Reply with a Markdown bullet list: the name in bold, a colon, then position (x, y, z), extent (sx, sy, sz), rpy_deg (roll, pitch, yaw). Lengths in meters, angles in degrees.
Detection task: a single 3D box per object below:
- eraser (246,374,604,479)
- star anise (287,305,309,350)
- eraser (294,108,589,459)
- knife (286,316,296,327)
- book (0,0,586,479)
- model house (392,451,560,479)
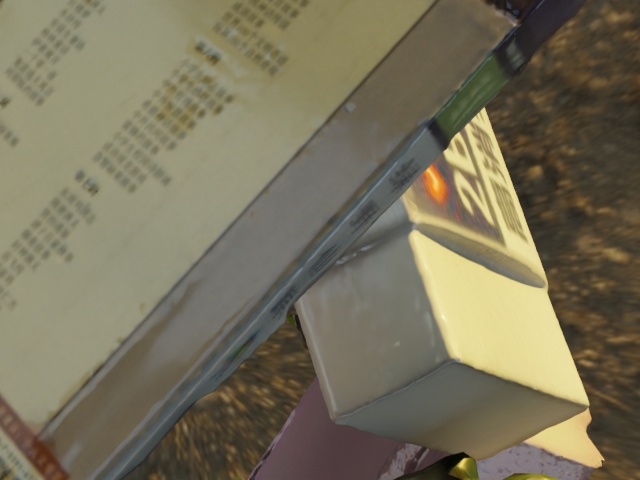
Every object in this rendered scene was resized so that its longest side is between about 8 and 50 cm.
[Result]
- **eraser**: position (0.047, 0.206, 1.353), extent (0.122, 0.272, 0.359), rpy_deg (22, 116, -22)
- **star anise**: position (0.000, 0.000, 0.971), extent (0.042, 0.141, 0.141), rpy_deg (1, 86, 22)
- **eraser**: position (0.023, -0.030, 0.663), extent (0.068, 0.124, 0.210), rpy_deg (-27, 65, 21)
- **knife**: position (-0.001, 0.068, 1.350), extent (0.026, 0.184, 0.022), rpy_deg (13, 103, -31)
- **book**: position (-0.056, -0.025, 0.459), extent (0.231, 0.026, 0.157), rpy_deg (-47, 57, -1)
- **model house**: position (0.111, 0.380, 0.671), extent (0.400, 0.445, 0.395), rpy_deg (25, 126, -36)
